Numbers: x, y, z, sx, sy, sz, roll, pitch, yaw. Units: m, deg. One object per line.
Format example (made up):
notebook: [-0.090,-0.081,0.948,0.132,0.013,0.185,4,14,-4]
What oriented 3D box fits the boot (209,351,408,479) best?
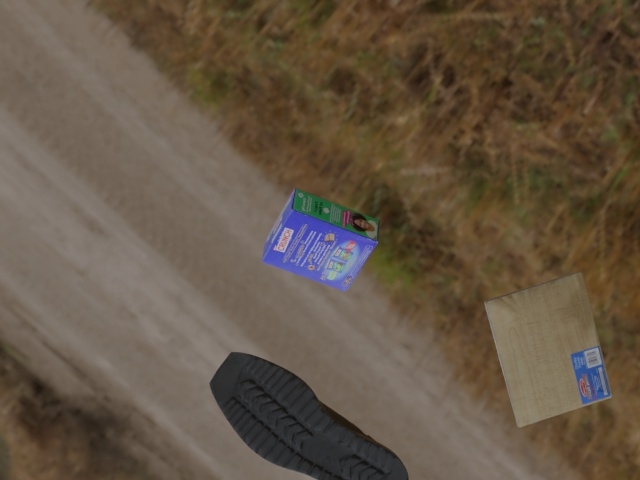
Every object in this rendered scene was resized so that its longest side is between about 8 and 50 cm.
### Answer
boot: [-0.013,0.176,1.320,0.198,0.077,0.137,39,177,2]

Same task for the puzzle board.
puzzle board: [0.215,0.102,1.355,0.011,0.096,0.128,-134,27,-77]

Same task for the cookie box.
cookie box: [0.000,0.000,1.636,0.107,0.040,0.092,20,131,-14]
